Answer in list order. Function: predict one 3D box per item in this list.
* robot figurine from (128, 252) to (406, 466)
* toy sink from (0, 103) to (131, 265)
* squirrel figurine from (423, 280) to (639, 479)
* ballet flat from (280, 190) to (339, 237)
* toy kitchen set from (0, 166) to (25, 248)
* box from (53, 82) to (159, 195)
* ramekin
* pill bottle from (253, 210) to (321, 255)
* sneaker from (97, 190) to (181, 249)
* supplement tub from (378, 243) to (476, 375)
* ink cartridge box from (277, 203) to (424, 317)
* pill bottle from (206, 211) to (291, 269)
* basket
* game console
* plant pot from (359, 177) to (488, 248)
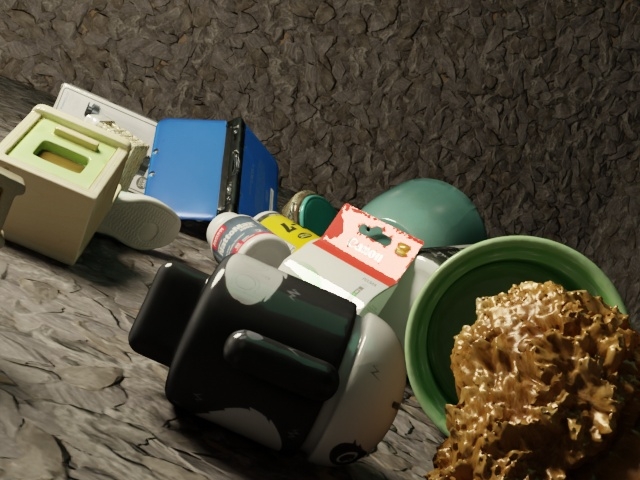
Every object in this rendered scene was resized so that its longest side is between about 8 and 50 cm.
[{"bbox_3d":[-0.051,0.122,0.920,0.278,0.173,0.209,24,31,-1],"label":"robot figurine"},{"bbox_3d":[-0.372,-0.098,1.300,0.153,0.131,0.234,24,30,-6],"label":"toy sink"},{"bbox_3d":[0.302,0.178,0.822,0.397,0.370,0.281,25,8,10],"label":"squirrel figurine"},{"bbox_3d":[0.000,0.000,2.097,0.182,0.164,0.483,3,-10,31],"label":"ballet flat"},{"bbox_3d":[-0.336,0.015,0.772,0.122,0.166,0.207,21,8,-24],"label":"toy kitchen set"},{"bbox_3d":[-0.463,-0.220,2.018,0.290,0.169,0.087,22,8,-8],"label":"box"},{"bbox_3d":[0.271,0.147,1.270,0.303,0.303,0.148,25,0,6],"label":"ramekin"},{"bbox_3d":[-0.047,0.033,1.728,0.208,0.119,0.119,30,10,37],"label":"pill bottle"},{"bbox_3d":[-0.362,-0.066,1.505,0.256,0.094,0.151,14,18,-41],"label":"sneaker"},{"bbox_3d":[0.229,0.111,1.550,0.207,0.207,0.338,28,16,31],"label":"supplement tub"},{"bbox_3d":[0.030,0.053,1.426,0.181,0.224,0.056,29,-7,37],"label":"ink cartridge box"},{"bbox_3d":[-0.136,0.014,1.625,0.108,0.108,0.180,19,8,-34],"label":"pill bottle"},{"bbox_3d":[-0.395,-0.130,1.623,0.103,0.167,0.113,29,8,1],"label":"basket"},{"bbox_3d":[-0.225,-0.111,1.928,0.250,0.173,0.293,50,31,-43],"label":"game console"},{"bbox_3d":[0.182,0.023,1.936,0.293,0.293,0.235,27,21,24],"label":"plant pot"}]
